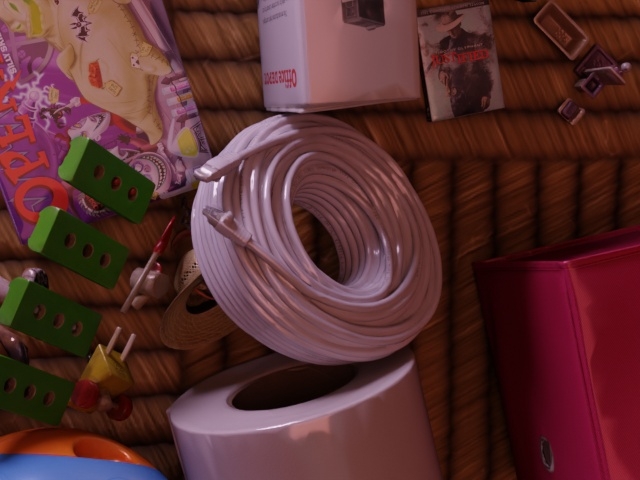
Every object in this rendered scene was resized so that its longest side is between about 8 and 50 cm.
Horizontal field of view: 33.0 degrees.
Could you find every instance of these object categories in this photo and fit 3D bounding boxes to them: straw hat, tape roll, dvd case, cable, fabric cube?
[{"bbox_3d":[-0.114,0.040,1.094,0.144,0.144,0.061,-35,63,-7],"label":"straw hat"},{"bbox_3d":[-0.008,0.214,1.050,0.246,0.246,0.169,-16,100,-11],"label":"tape roll"},{"bbox_3d":[0.147,-0.193,1.155,0.087,0.013,0.119,-12,99,-12],"label":"dvd case"},{"bbox_3d":[0.000,0.000,1.040,0.257,0.089,0.257,52,43,-5],"label":"cable"},{"bbox_3d":[0.332,0.121,1.098,0.259,0.254,0.258,-12,92,-11],"label":"fabric cube"}]

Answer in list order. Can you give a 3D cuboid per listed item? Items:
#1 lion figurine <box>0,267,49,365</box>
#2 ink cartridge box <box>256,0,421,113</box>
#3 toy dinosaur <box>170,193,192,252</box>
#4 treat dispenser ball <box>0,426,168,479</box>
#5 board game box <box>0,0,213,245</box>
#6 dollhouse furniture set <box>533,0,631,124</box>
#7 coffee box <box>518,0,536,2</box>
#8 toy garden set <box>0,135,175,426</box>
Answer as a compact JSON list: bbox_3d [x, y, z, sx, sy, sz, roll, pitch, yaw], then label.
[{"bbox_3d":[-0.413,-0.049,0.974,0.240,0.142,0.392,-8,106,14],"label":"lion figurine"},{"bbox_3d":[0.007,-0.260,1.018,0.114,0.197,0.272,-5,98,-13],"label":"ink cartridge box"},{"bbox_3d":[-0.103,-0.026,1.114,0.082,0.047,0.090,13,127,-23],"label":"toy dinosaur"},{"bbox_3d":[-0.249,0.316,0.982,0.288,0.288,0.288,-2,97,-13],"label":"treat dispenser ball"},{"bbox_3d":[-0.247,-0.190,1.046,0.208,0.056,0.346,-19,101,-6],"label":"board game box"},{"bbox_3d":[0.269,-0.193,1.148,0.114,0.081,0.091,42,86,-15],"label":"dollhouse furniture set"},{"bbox_3d":[0.151,-0.322,1.125,0.184,0.040,0.113,10,95,-14],"label":"coffee box"},{"bbox_3d":[-0.221,0.052,1.019,0.204,0.049,0.244,39,68,-57],"label":"toy garden set"}]
